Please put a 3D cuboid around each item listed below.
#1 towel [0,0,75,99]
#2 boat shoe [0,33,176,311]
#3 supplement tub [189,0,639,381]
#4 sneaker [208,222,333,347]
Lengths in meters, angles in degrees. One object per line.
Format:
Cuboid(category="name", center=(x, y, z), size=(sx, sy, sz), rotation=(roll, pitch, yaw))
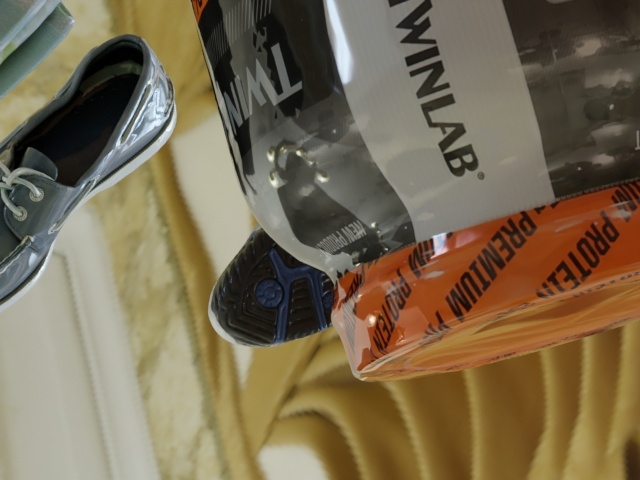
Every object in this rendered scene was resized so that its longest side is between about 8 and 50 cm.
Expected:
Cuboid(category="towel", center=(-0.368, -0.137, 1.005), size=(0.320, 0.374, 0.090), rotation=(46, -179, 5))
Cuboid(category="boat shoe", center=(-0.243, -0.052, 1.389), size=(0.116, 0.099, 0.319), rotation=(37, -115, 18))
Cuboid(category="supplement tub", center=(0.045, -0.129, 0.649), size=(0.207, 0.207, 0.338), rotation=(-6, -106, -39))
Cuboid(category="sneaker", center=(0.000, 0.000, 1.088), size=(0.211, 0.081, 0.080), rotation=(-43, -78, -35))
